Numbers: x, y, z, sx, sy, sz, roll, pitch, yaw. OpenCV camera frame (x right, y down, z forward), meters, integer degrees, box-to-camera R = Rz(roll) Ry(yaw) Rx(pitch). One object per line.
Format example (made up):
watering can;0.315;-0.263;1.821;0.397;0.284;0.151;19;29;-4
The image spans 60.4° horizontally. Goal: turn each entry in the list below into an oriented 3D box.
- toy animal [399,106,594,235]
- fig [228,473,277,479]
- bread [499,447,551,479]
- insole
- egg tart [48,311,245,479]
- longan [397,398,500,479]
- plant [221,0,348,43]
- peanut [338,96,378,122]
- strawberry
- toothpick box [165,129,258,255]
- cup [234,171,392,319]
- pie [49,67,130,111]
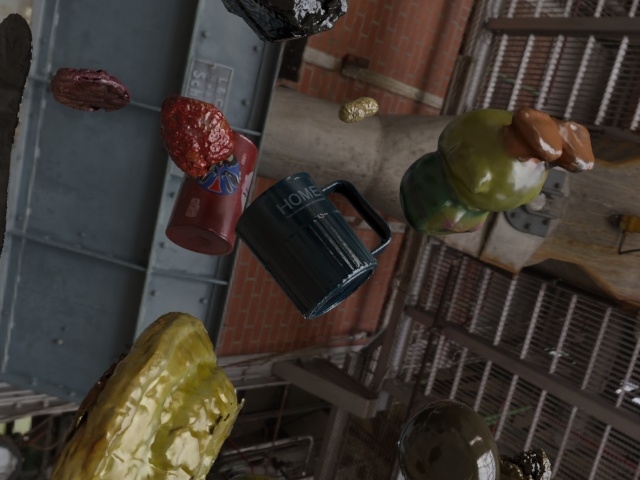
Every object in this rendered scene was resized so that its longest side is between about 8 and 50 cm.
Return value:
toy animal;0.289;-0.133;1.008;0.338;0.216;0.191;-36;-121;45
fig;-0.120;0.467;0.881;0.142;0.186;0.148;23;-83;6
bread;0.399;0.454;1.080;0.060;0.113;0.082;88;-10;-68
insole;-0.265;-0.066;0.445;0.080;0.003;0.232;22;-78;31
egg tart;-0.165;0.214;0.539;0.115;0.290;0.290;23;-72;4
longan;0.232;0.394;1.010;0.212;0.198;0.198;-98;-156;-76
plant;-0.063;-0.381;0.802;0.256;0.164;0.142;35;-93;41
peanut;0.086;-0.295;1.240;0.054;0.113;0.054;31;-46;37
strawberry;-0.227;-0.191;1.007;0.131;0.148;0.131;-5;-117;10
toothpick box;-0.320;-0.145;1.649;0.204;0.204;0.333;-16;-124;47
cup;-0.011;0.012;1.385;0.292;0.308;0.242;52;-51;15
pie;-0.435;-0.284;1.041;0.153;0.153;0.038;-15;-105;47
